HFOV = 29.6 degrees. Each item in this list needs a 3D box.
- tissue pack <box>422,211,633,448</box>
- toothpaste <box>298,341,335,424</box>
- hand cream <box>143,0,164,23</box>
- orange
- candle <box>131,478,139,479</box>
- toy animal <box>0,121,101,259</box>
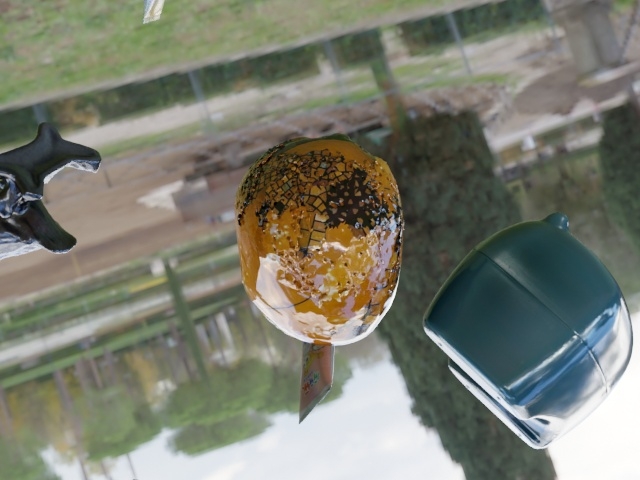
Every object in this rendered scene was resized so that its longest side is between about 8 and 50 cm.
[{"bbox_3d":[0.253,0.103,1.392,0.206,0.198,0.287,-45,152,-2],"label":"tissue pack"},{"bbox_3d":[-0.003,0.127,1.425,0.067,0.043,0.194,-50,-159,32],"label":"toothpaste"},{"bbox_3d":[-0.259,-0.438,1.946,0.047,0.174,0.076,15,-162,9],"label":"hand cream"},{"bbox_3d":[0.000,0.000,1.299,0.182,0.234,0.234,-11,177,-14],"label":"orange"},{"bbox_3d":[-0.137,0.308,1.169,0.068,0.192,0.168,-53,162,-5],"label":"candle"},{"bbox_3d":[-0.307,-0.012,1.181,0.210,0.117,0.121,-39,-170,34],"label":"toy animal"}]
